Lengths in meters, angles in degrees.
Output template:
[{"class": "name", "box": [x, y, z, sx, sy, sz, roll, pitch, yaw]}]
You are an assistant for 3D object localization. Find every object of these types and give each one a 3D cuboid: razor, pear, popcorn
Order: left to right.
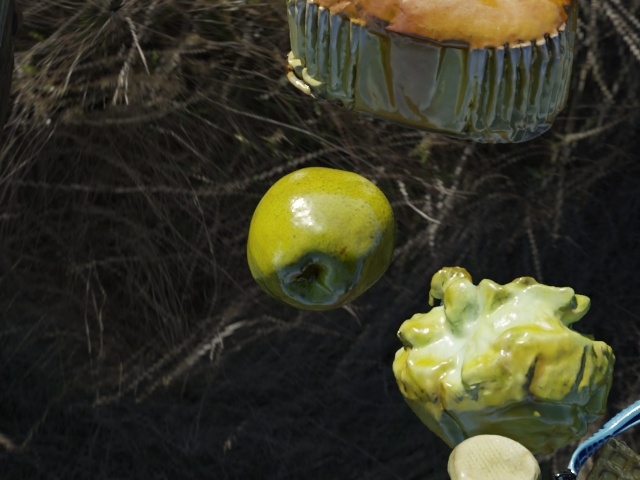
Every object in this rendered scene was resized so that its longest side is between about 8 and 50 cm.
[{"class": "pear", "box": [0.001, 0.000, 1.465, 0.198, 0.198, 0.198, -2, 101, -10]}, {"class": "popcorn", "box": [0.187, 0.130, 1.191, 0.204, 0.221, 0.184, 41, 56, -53]}, {"class": "razor", "box": [0.381, 0.228, 1.437, 0.253, 0.042, 0.082, -36, 135, -12]}]

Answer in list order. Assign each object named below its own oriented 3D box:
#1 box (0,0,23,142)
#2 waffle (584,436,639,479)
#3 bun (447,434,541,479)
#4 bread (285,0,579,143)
[{"class": "box", "box": [-0.350, -0.208, 1.111, 0.091, 0.350, 0.359, 5, 57, -9]}, {"class": "waffle", "box": [0.341, 0.276, 1.199, 0.097, 0.152, 0.023, -57, 146, -11]}, {"class": "bun", "box": [0.157, 0.217, 1.053, 0.086, 0.086, 0.055, -5, 123, -9]}, {"class": "bread", "box": [0.071, -0.144, 0.751, 0.190, 0.132, 0.114, 12, 134, 12]}]
